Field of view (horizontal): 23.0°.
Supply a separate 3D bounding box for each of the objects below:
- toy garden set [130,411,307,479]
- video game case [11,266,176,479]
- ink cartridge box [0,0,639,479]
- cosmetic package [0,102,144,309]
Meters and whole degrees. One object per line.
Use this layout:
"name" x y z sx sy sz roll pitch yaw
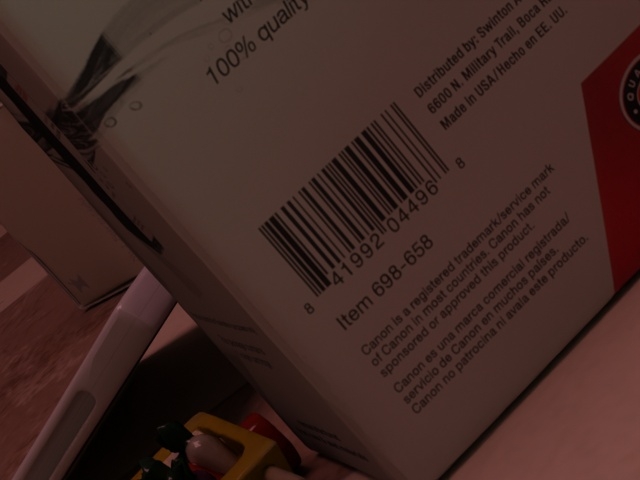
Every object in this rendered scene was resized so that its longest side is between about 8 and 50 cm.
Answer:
"toy garden set" -0.061 0.132 0.473 0.204 0.049 0.244 -45 14 -17
"video game case" -0.094 0.048 0.768 0.183 0.023 0.201 -55 3 32
"ink cartridge box" -0.005 -0.085 0.530 0.197 0.273 0.114 -44 14 -14
"cosmetic package" -0.118 -0.113 1.183 0.113 0.160 0.309 -26 21 46
